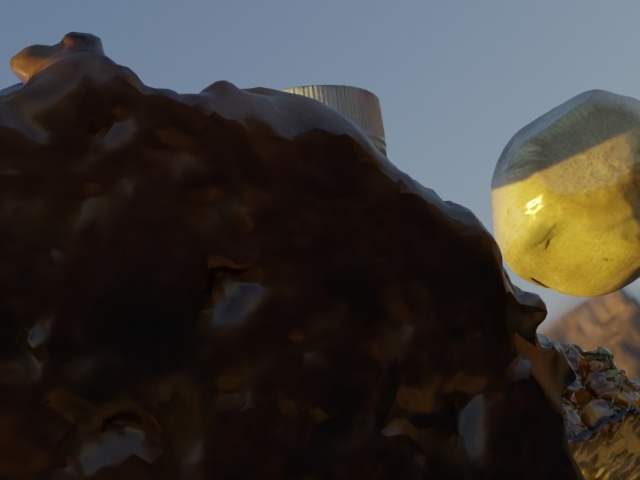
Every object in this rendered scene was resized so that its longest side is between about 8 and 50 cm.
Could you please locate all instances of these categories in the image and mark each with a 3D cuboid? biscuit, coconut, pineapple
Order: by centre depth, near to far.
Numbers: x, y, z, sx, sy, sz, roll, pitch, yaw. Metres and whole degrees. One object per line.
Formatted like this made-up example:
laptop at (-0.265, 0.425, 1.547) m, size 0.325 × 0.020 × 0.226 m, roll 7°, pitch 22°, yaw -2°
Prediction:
biscuit at (-0.027, 0.104, 0.396) m, size 0.334 × 0.289 × 0.081 m, roll 33°, pitch -31°, yaw -29°
pineapple at (0.083, 0.098, 0.763) m, size 0.176 × 0.137 × 0.161 m, roll -11°, pitch -44°, yaw -36°
coconut at (0.272, -0.044, 1.538) m, size 0.224 × 0.224 × 0.224 m, roll -29°, pitch -17°, yaw -10°

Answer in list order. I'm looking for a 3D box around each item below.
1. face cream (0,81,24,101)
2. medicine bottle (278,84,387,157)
face cream at (-0.225, -0.005, 1.318) m, size 0.249 × 0.249 × 0.225 m, roll -28°, pitch 2°, yaw -13°
medicine bottle at (0.000, 0.000, 1.204) m, size 0.139 × 0.225 × 0.139 m, roll -5°, pitch -13°, yaw -1°
